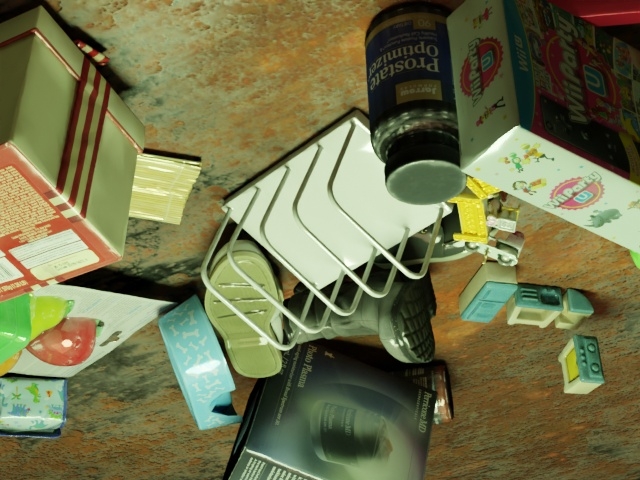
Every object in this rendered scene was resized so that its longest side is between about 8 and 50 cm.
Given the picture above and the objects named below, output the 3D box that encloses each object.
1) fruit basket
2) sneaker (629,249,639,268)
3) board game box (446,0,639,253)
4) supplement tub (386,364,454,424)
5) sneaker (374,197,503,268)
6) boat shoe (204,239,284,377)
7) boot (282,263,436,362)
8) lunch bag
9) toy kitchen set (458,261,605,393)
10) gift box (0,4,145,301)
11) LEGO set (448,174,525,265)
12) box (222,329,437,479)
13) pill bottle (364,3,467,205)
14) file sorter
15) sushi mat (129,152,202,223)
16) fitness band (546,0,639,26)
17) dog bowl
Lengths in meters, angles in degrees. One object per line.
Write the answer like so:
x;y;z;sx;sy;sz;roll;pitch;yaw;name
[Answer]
-0.456;0.127;2.092;0.353;0.165;0.327;5;151;-42;fruit basket
0.555;-0.101;1.773;0.202;0.185;0.483;-16;157;-17;sneaker
0.292;-0.137;1.527;0.303;0.224;0.097;20;141;-30;board game box
0.133;0.283;2.391;0.198;0.106;0.106;-8;148;10;supplement tub
0.143;-0.026;1.915;0.222;0.083;0.118;-19;144;26;sneaker
-0.113;0.087;2.059;0.113;0.103;0.302;-1;142;1;boat shoe
0.050;0.118;1.960;0.223;0.118;0.338;-11;-173;9;boot
-0.519;0.300;2.388;0.129;0.096;0.151;5;162;-17;lunch bag
0.341;0.142;2.119;0.207;0.166;0.122;6;147;-14;toy kitchen set
-0.367;-0.090;1.604;0.255;0.258;0.276;-15;138;17;gift box
0.245;-0.088;1.767;0.132;0.107;0.287;20;146;0;LEGO set
0.016;0.342;2.204;0.294;0.296;0.182;23;127;-5;box
0.117;-0.156;1.573;0.123;0.219;0.122;-2;148;-1;pill bottle
0.000;0.000;1.809;0.193;0.173;0.278;43;131;-19;file sorter
-0.329;-0.088;1.839;0.317;0.019;0.151;9;148;-17;sushi mat
0.332;-0.224;1.646;0.291;0.054;0.209;-6;145;3;fitness band
-0.195;0.204;2.160;0.074;0.166;0.297;-22;153;-10;dog bowl
